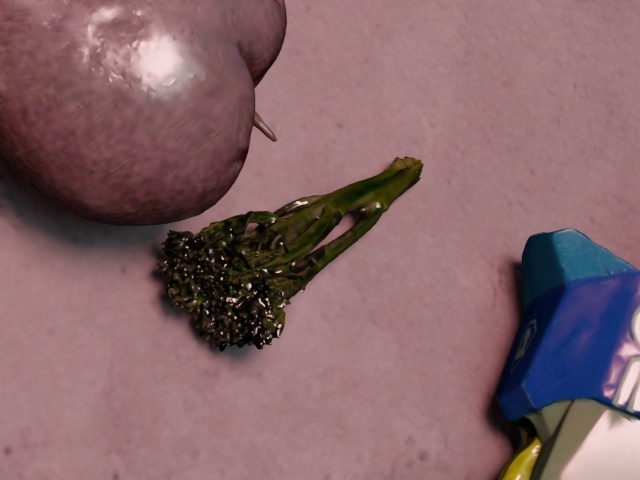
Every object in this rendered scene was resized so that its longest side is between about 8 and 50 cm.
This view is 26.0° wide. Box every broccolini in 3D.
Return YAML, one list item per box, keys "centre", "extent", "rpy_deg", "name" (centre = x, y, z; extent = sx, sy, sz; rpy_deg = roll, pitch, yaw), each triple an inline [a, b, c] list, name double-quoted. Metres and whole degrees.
- centre: [-0.010, -0.001, 0.795]
  extent: [0.201, 0.058, 0.074]
  rpy_deg: [-31, 109, -48]
  name: "broccolini"

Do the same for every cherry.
- centre: [-0.101, -0.089, 0.695]
  extent: [0.176, 0.140, 0.176]
  rpy_deg: [7, 70, -21]
  name: "cherry"

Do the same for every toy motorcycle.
- centre: [0.231, 0.063, 0.849]
  extent: [0.326, 0.191, 0.200]
  rpy_deg: [-21, 80, -16]
  name: "toy motorcycle"
